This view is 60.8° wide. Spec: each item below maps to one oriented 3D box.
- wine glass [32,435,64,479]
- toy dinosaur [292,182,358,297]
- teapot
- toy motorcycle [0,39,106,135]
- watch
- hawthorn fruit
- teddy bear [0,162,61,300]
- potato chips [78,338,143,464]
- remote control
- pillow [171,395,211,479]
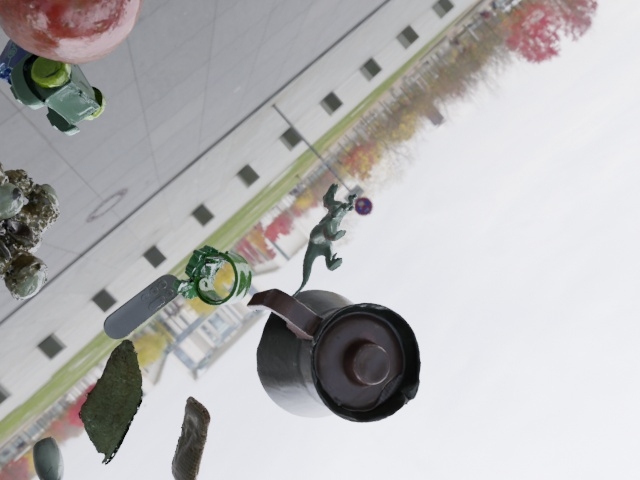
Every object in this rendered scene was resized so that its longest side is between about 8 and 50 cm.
[{"bbox_3d":[-0.562,0.499,1.139,0.066,0.066,0.198,-43,-137,-9],"label":"wine glass"},{"bbox_3d":[0.000,0.000,1.080,0.242,0.053,0.167,-59,-149,-1],"label":"toy dinosaur"},{"bbox_3d":[0.009,0.232,1.198,0.305,0.376,0.362,-56,-166,-20],"label":"teapot"},{"bbox_3d":[-0.736,-0.441,1.432,0.200,0.326,0.191,-37,160,-2],"label":"toy motorcycle"},{"bbox_3d":[-0.253,0.102,1.342,0.165,0.152,0.131,-61,159,7],"label":"watch"},{"bbox_3d":[-0.416,-0.436,0.904,0.284,0.284,0.284,-42,-175,5],"label":"hawthorn fruit"},{"bbox_3d":[-0.585,-0.054,0.968,0.256,0.156,0.267,91,-9,-48],"label":"teddy bear"},{"bbox_3d":[-0.368,0.280,0.960,0.142,0.209,0.026,-24,149,14],"label":"potato chips"},{"bbox_3d":[-0.502,0.186,1.545,0.245,0.077,0.022,-40,-165,-24],"label":"remote control"},{"bbox_3d":[-0.304,0.478,1.273,0.135,0.034,0.211,9,-93,56],"label":"pillow"}]
